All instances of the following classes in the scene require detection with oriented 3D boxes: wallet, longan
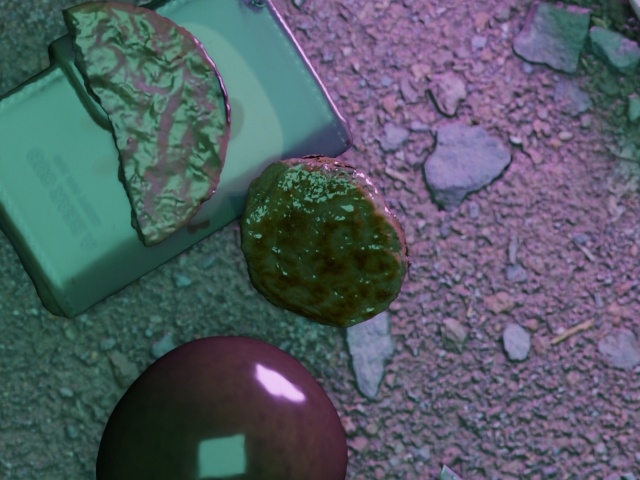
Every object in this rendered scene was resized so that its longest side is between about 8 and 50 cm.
[{"bbox_3d":[-0.178,-0.111,1.949,0.360,0.083,0.252,-31,94,-6],"label":"wallet"},{"bbox_3d":[-0.098,0.217,1.864,0.248,0.248,0.248,0,87,-4],"label":"longan"}]

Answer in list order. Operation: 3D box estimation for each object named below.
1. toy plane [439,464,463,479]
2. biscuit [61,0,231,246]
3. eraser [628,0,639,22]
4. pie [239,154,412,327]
[{"bbox_3d":[0.134,0.364,1.931,0.251,0.101,0.255,21,89,-3],"label":"toy plane"},{"bbox_3d":[-0.157,-0.129,1.895,0.133,0.032,0.250,-20,98,-6],"label":"biscuit"},{"bbox_3d":[0.369,-0.361,1.997,0.213,0.082,0.396,-28,89,-5],"label":"eraser"},{"bbox_3d":[0.000,0.000,1.941,0.163,0.079,0.193,-23,113,-1],"label":"pie"}]
